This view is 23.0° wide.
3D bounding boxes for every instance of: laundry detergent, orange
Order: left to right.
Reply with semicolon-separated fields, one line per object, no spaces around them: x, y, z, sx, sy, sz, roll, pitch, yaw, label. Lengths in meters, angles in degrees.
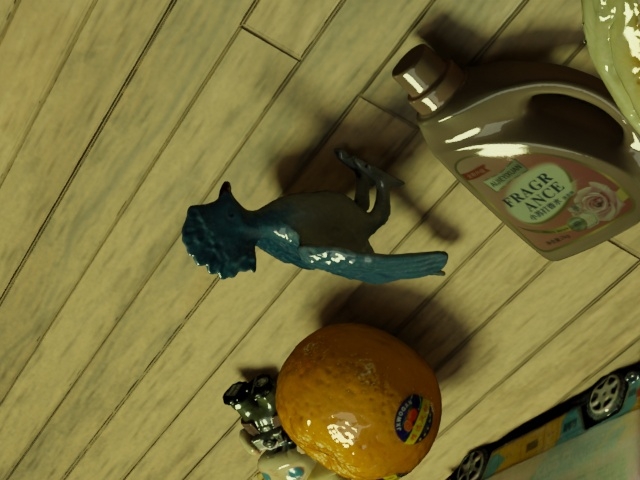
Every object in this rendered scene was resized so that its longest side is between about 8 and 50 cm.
0.041;0.167;1.634;0.178;0.155;0.177;22;169;5;orange
0.185;-0.097;1.359;0.237;0.076;0.171;43;134;-20;laundry detergent

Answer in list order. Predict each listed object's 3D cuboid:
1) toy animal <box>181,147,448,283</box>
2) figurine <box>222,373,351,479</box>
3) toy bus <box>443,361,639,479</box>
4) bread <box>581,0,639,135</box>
0.000;0.000;1.471;0.255;0.176;0.239;37;172;-22;toy animal
-0.039;0.242;1.804;0.114;0.108;0.196;-21;121;10;figurine
0.271;0.285;1.672;0.171;0.162;0.386;35;138;-17;toy bus
0.339;-0.173;1.145;0.306;0.158;0.305;14;142;12;bread
